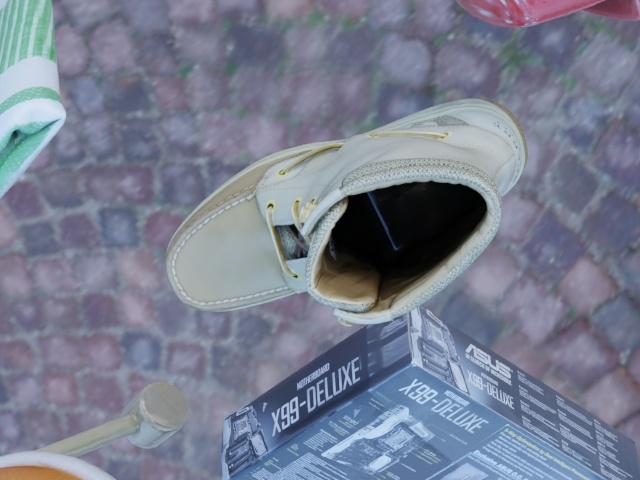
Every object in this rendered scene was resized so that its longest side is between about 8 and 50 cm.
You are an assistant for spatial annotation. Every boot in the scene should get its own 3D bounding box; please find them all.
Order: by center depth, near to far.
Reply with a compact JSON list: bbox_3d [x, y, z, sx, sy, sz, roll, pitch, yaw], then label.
[{"bbox_3d":[0.000,0.000,0.984,0.262,0.203,0.095,-19,102,15],"label":"boot"}]

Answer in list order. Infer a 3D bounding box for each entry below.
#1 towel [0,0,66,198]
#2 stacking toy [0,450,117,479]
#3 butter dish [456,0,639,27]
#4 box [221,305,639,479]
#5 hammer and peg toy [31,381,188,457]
[{"bbox_3d":[-0.238,-0.091,1.002,0.038,0.325,0.248,30,117,-28],"label":"towel"},{"bbox_3d":[-0.354,0.313,1.139,0.350,0.480,0.351,-9,75,33],"label":"stacking toy"},{"bbox_3d":[0.102,-0.189,0.964,0.118,0.160,0.160,-31,111,-7],"label":"butter dish"},{"bbox_3d":[0.101,0.201,1.431,0.307,0.077,0.242,32,129,-29],"label":"box"},{"bbox_3d":[-0.205,0.343,1.627,0.127,0.265,0.361,-45,57,53],"label":"hammer and peg toy"}]
